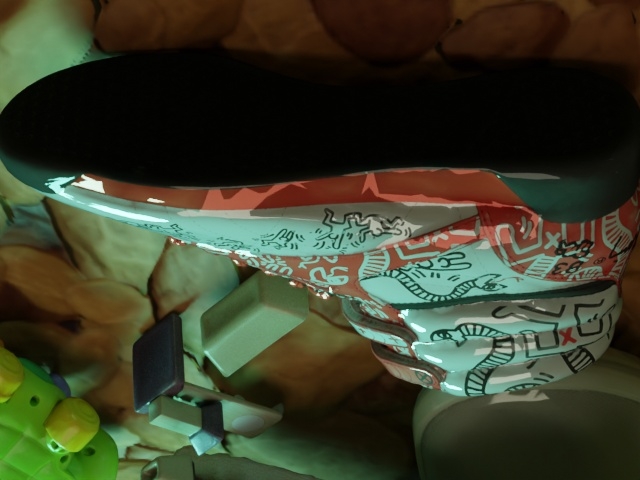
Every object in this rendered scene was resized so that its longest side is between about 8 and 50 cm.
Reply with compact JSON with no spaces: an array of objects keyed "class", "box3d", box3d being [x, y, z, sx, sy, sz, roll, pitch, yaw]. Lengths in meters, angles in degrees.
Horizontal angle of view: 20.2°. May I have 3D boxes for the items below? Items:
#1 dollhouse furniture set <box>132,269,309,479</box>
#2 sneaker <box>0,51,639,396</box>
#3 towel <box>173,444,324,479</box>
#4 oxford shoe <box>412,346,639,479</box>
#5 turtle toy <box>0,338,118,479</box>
[{"class":"dollhouse furniture set","box3d":[-0.025,0.074,0.870,0.081,0.091,0.114,23,135,-34]},{"class":"sneaker","box3d":[0.001,0.001,0.771,0.270,0.090,0.145,1,134,7]},{"class":"towel","box3d":[0.089,0.252,0.899,0.317,0.053,0.332,5,131,49]},{"class":"oxford shoe","box3d":[0.168,0.220,0.940,0.169,0.130,0.449,-8,132,22]},{"class":"turtle toy","box3d":[-0.158,0.100,0.924,0.130,0.066,0.095,37,108,-28]}]
